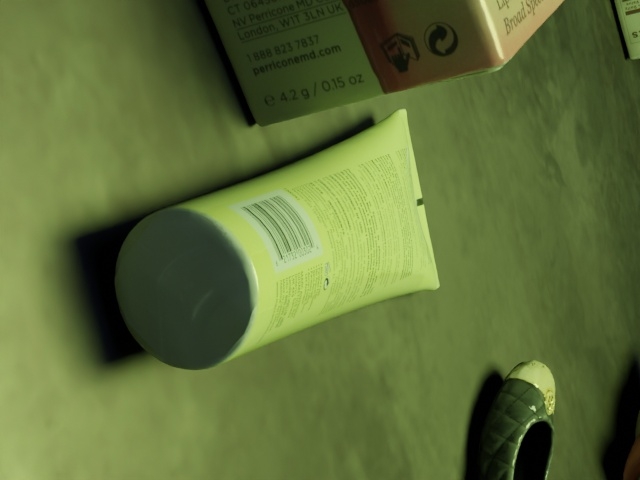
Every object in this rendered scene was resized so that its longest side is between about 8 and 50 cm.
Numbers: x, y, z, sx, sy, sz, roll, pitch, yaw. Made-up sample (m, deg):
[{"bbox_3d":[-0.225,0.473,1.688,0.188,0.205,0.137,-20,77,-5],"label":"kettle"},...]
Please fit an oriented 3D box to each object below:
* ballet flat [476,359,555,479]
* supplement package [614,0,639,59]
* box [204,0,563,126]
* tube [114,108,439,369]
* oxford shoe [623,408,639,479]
[{"bbox_3d":[0.107,0.139,0.757,0.057,0.049,0.173,48,43,-40],"label":"ballet flat"},{"bbox_3d":[0.264,-0.236,1.066,0.105,0.105,0.179,-35,110,-57],"label":"supplement package"},{"bbox_3d":[0.011,-0.190,0.636,0.148,0.127,0.232,-47,120,-52],"label":"box"},{"bbox_3d":[0.000,0.000,0.634,0.240,0.062,0.070,-23,143,-62],"label":"tube"},{"bbox_3d":[0.314,0.213,0.997,0.348,0.123,0.130,60,31,-29],"label":"oxford shoe"}]
